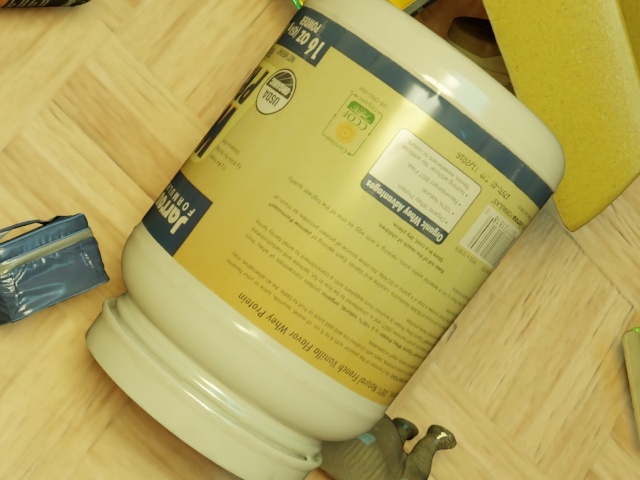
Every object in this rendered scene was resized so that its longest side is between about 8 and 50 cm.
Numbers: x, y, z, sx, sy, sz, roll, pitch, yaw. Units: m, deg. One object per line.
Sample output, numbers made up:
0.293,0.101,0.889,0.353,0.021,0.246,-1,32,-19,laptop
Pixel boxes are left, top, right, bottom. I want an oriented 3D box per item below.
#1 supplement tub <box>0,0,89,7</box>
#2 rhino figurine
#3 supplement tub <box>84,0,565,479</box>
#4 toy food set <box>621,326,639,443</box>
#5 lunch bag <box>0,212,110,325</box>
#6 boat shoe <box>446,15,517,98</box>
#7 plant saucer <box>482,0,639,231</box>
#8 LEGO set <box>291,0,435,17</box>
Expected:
-0.257,-0.225,0.995,0.190,0.117,0.117,-7,86,-33,supplement tub
0.057,0.190,1.145,0.106,0.073,0.243,-45,107,-33,rhino figurine
0.000,0.000,0.998,0.228,0.228,0.316,36,93,-21,supplement tub
0.355,0.126,1.363,0.192,0.038,0.133,-12,96,-38,toy food set
-0.212,0.019,1.011,0.098,0.067,0.065,-24,94,-31,lunch bag
0.230,-0.134,1.297,0.302,0.109,0.098,4,116,-35,boat shoe
0.235,-0.232,1.101,0.333,0.081,0.333,63,40,-38,plant saucer
0.083,-0.306,1.128,0.331,0.192,0.255,-26,88,-44,LEGO set
